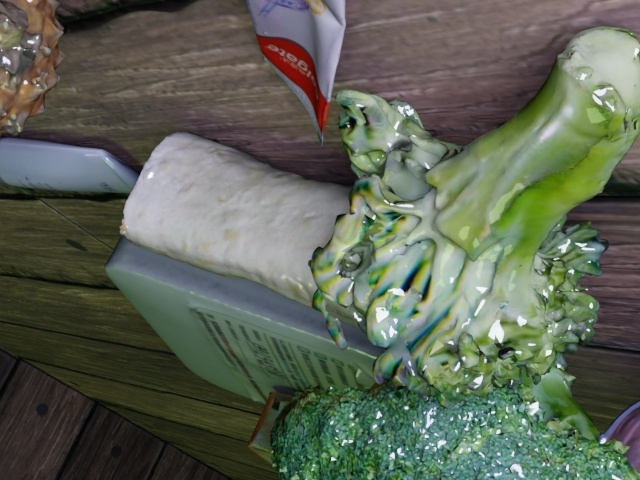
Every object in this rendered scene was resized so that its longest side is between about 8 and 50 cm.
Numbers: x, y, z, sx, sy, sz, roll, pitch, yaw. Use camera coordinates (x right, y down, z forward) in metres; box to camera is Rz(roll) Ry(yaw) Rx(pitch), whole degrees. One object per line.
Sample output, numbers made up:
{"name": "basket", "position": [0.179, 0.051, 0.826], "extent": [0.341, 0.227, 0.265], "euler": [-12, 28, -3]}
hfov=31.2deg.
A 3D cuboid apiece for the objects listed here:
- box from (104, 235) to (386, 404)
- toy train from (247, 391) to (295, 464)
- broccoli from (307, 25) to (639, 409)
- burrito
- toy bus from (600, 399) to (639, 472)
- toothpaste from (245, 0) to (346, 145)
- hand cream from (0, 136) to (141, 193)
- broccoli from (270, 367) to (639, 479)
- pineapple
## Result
{"name": "box", "position": [0.005, 0.115, 1.213], "extent": [0.396, 0.111, 0.396], "euler": [19, 161, 17]}
{"name": "toy train", "position": [0.007, 0.218, 1.207], "extent": [0.188, 0.072, 0.099], "euler": [8, 158, 38]}
{"name": "broccoli", "position": [0.095, -0.042, 0.695], "extent": [0.198, 0.177, 0.275], "euler": [52, 147, 37]}
{"name": "burrito", "position": [0.001, 0.001, 0.904], "extent": [0.299, 0.105, 0.143], "euler": [18, -175, 21]}
{"name": "toy bus", "position": [0.357, 0.243, 0.915], "extent": [0.294, 0.197, 0.232], "euler": [25, 172, 4]}
{"name": "toothpaste", "position": [-0.021, -0.147, 0.624], "extent": [0.075, 0.048, 0.301], "euler": [30, 163, 13]}
{"name": "hand cream", "position": [-0.283, -0.076, 1.158], "extent": [0.255, 0.048, 0.079], "euler": [7, 164, 32]}
{"name": "broccoli", "position": [0.111, 0.192, 0.870], "extent": [0.307, 0.275, 0.308], "euler": [13, 138, 12]}
{"name": "pineapple", "position": [-0.253, -0.135, 0.785], "extent": [0.166, 0.166, 0.193], "euler": [38, 155, -33]}
